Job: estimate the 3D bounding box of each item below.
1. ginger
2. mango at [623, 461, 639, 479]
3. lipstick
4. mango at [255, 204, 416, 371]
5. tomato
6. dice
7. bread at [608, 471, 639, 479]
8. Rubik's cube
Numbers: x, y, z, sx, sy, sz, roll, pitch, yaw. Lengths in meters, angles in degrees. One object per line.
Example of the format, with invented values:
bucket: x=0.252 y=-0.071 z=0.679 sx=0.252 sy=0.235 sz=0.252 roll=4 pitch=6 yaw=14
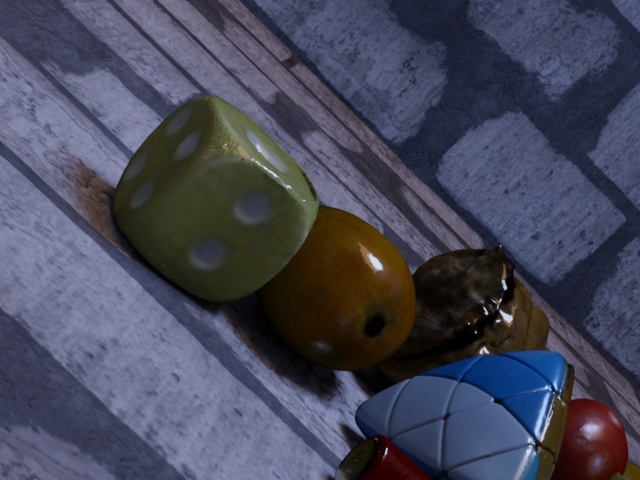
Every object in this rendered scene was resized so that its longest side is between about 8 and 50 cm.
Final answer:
ginger: x=0.182 y=0.143 z=1.825 sx=0.269 sy=0.200 sz=0.223 roll=-57 pitch=133 yaw=-42
mango: x=0.518 y=0.439 z=2.106 sx=0.254 sy=0.139 sz=0.175 roll=45 pitch=3 yaw=35
lipstick: x=0.120 y=0.296 z=1.377 sx=0.241 sy=0.080 sz=0.080 roll=41 pitch=12 yaw=-15
mango: x=0.009 y=0.050 z=1.634 sx=0.211 sy=0.173 sz=0.317 roll=40 pitch=1 yaw=-16
tomato: x=0.321 y=0.294 z=1.806 sx=0.136 sy=0.195 sz=0.195 roll=67 pitch=13 yaw=2
dice: x=-0.118 y=-0.045 z=1.503 sx=0.169 sy=0.169 sz=0.166 roll=39 pitch=14 yaw=-28
bread: x=0.428 y=0.446 z=1.660 sx=0.314 sy=0.191 sz=0.370 roll=41 pitch=7 yaw=4
Rubik's cube: x=0.154 y=0.249 z=1.535 sx=0.254 sy=0.254 sz=0.254 roll=43 pitch=12 yaw=-11
